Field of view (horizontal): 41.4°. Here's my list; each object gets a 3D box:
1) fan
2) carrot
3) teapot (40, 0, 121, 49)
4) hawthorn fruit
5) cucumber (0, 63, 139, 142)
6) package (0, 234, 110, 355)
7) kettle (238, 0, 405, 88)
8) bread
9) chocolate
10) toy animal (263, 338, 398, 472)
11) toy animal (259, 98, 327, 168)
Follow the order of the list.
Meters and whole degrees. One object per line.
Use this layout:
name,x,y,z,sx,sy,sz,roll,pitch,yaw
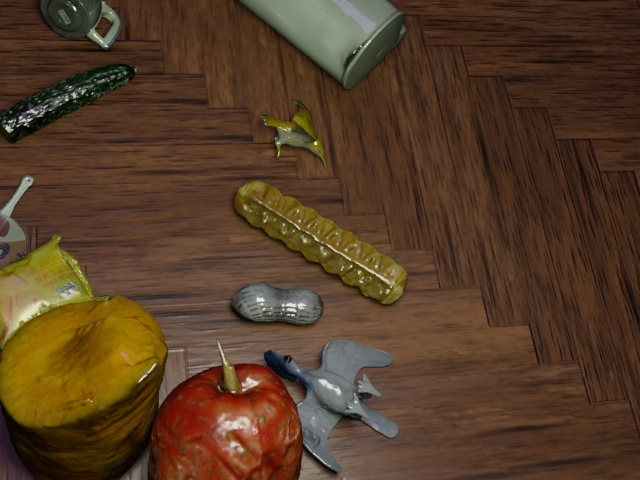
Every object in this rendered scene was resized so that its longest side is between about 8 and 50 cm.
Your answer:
fan,-0.578,-0.027,1.513,0.152,0.008,0.227,24,63,1
carrot,-0.361,0.224,1.284,0.241,0.341,0.241,8,49,-9
teapot,-0.470,-0.467,1.694,0.149,0.111,0.108,22,48,5
hawthorn fruit,-0.143,0.321,1.301,0.258,0.262,0.258,30,30,-19
cucumber,-0.481,-0.278,1.625,0.293,0.067,0.067,-34,76,-25
package,-0.492,0.096,1.428,0.226,0.090,0.168,-32,77,-26
kettle,0.005,-0.488,1.780,0.318,0.265,0.205,40,95,8
bread,-0.001,0.001,1.589,0.367,0.084,0.077,32,23,5
chocolate,-0.076,0.115,1.522,0.167,0.072,0.072,7,64,-10
toy animal,0.027,0.261,1.474,0.255,0.176,0.239,47,63,-27
toy animal,-0.049,-0.199,1.677,0.095,0.155,0.219,-21,25,5
